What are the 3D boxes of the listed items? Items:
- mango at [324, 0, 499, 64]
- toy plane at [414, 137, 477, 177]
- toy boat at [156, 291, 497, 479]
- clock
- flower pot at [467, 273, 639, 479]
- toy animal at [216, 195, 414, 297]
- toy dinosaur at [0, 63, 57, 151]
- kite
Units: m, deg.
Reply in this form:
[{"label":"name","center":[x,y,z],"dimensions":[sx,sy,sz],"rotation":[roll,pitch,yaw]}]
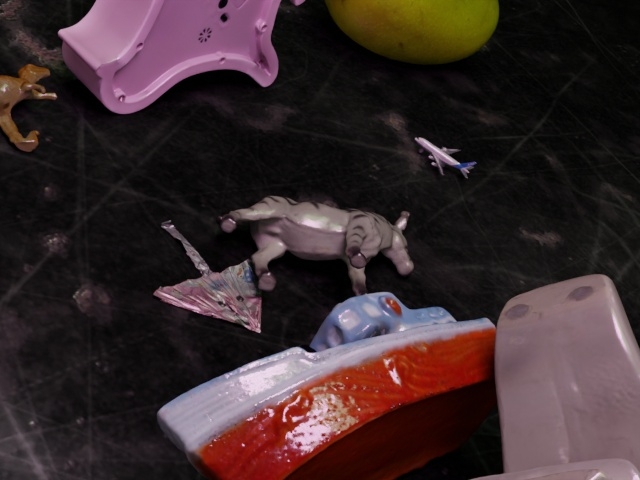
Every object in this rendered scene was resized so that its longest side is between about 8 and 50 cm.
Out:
[{"label":"mango","center":[0.134,-0.341,1.488],"dimensions":[0.293,0.143,0.175],"rotation":[8,80,-32]},{"label":"toy plane","center":[0.155,-0.106,1.315],"dimensions":[0.084,0.024,0.078],"rotation":[25,35,9]},{"label":"toy boat","center":[0.011,0.120,0.828],"dimensions":[0.331,0.145,0.133],"rotation":[-9,48,-48]},{"label":"clock","center":[-0.140,-0.249,1.189],"dimensions":[0.080,0.275,0.290],"rotation":[42,1,25]},{"label":"flower pot","center":[0.198,0.211,0.743],"dimensions":[0.254,0.164,0.367],"rotation":[61,29,-18]},{"label":"toy animal","center":[0.002,-0.005,1.050],"dimensions":[0.216,0.073,0.176],"rotation":[14,22,-7]},{"label":"toy dinosaur","center":[-0.343,-0.142,1.037],"dimensions":[0.162,0.039,0.126],"rotation":[2,43,-22]},{"label":"kite","center":[-0.105,0.034,0.986],"dimensions":[0.139,0.011,0.157],"rotation":[-13,51,-45]}]
